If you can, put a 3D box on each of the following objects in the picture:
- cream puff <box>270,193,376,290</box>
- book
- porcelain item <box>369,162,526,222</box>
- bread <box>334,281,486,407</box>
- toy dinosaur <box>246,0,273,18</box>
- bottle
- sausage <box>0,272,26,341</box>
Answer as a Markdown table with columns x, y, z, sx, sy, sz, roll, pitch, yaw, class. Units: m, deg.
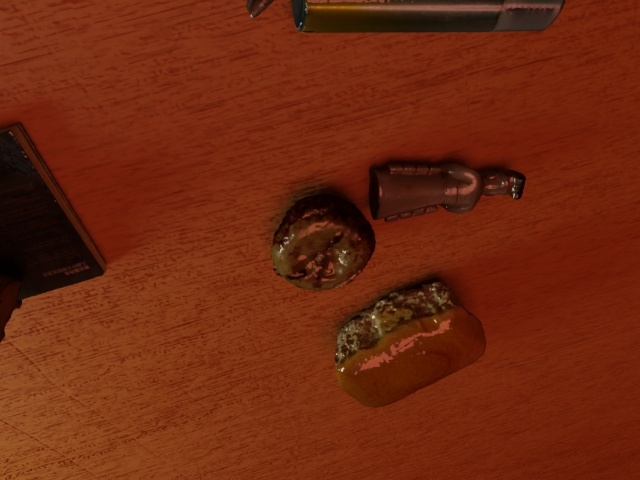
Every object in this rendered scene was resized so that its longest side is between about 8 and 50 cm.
| x | y | z | sx | sy | sz | roll | pitch | yaw | class |
| --- | --- | --- | --- | --- | --- | --- | --- | --- | --- |
| 0.000 | 0.000 | 0.762 | 0.149 | 0.084 | 0.149 | -4 | 127 | -6 | cream puff |
| -0.389 | -0.021 | 0.686 | 0.160 | 0.024 | 0.228 | -16 | 129 | 0 | book |
| 0.175 | -0.074 | 0.767 | 0.213 | 0.054 | 0.084 | -7 | 130 | -8 | porcelain item |
| 0.140 | 0.173 | 0.906 | 0.245 | 0.121 | 0.174 | -30 | 127 | 7 | bread |
| -0.035 | -0.309 | 0.507 | 0.327 | 0.113 | 0.207 | -36 | 91 | -11 | toy dinosaur |
| 0.115 | -0.264 | 0.591 | 0.286 | 0.082 | 0.082 | -4 | 127 | -11 | bottle |
| -0.527 | 0.049 | 0.635 | 0.317 | 0.125 | 0.117 | 22 | 85 | -18 | sausage |
